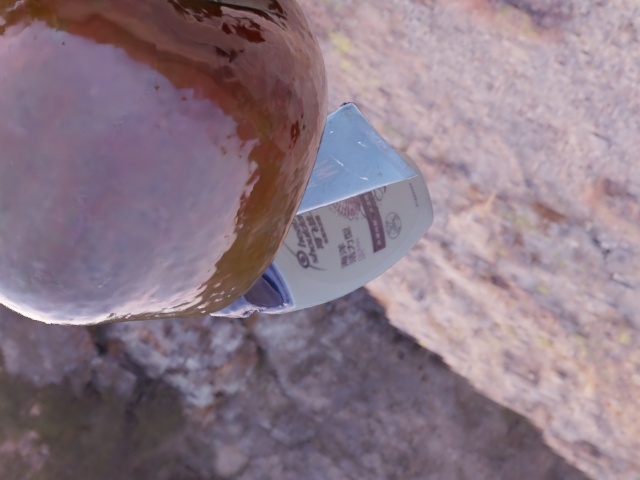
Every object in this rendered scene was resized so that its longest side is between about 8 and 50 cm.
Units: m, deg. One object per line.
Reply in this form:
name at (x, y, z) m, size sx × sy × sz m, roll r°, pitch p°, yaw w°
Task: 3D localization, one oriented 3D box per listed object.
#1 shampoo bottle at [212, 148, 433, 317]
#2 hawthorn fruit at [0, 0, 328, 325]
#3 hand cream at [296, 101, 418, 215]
shampoo bottle at (0.000, 0.000, 1.415) m, size 0.078 × 0.359 × 0.134 m, roll -20°, pitch 94°, yaw 41°
hawthorn fruit at (-0.120, -0.100, 0.806) m, size 0.268 × 0.267 × 0.301 m, roll 33°, pitch 112°, yaw -5°
hand cream at (-0.068, -0.042, 1.181) m, size 0.312 × 0.070 × 0.111 m, roll -18°, pitch 136°, yaw 32°
